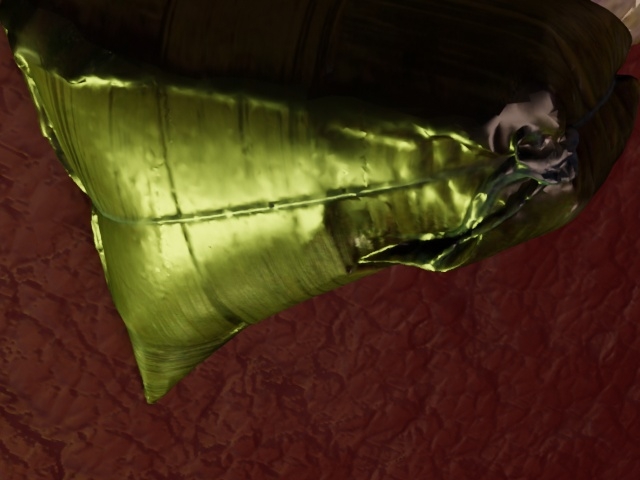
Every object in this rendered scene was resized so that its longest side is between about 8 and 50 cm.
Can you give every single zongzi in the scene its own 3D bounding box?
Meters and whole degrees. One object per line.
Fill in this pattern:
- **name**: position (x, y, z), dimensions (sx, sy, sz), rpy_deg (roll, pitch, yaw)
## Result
- **zongzi**: position (0.000, 0.000, 0.673), dimensions (0.138, 0.286, 0.300), rpy_deg (-47, 145, -48)

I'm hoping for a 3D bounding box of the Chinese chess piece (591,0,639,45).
- **Chinese chess piece**: position (0.117, -0.223, 0.682), dimensions (0.270, 0.112, 0.270), rpy_deg (-9, 117, -18)
